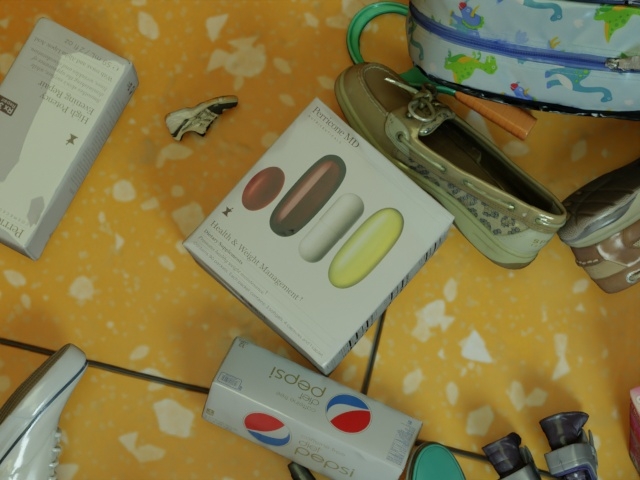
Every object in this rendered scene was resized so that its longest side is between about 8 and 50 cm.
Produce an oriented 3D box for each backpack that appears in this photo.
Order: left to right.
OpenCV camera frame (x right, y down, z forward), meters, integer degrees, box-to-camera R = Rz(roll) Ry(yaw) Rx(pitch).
[{"bbox_3d":[0.264,-0.240,1.611,0.355,0.290,0.273,-4,118,14],"label":"backpack"}]

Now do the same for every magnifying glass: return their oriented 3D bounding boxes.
[{"bbox_3d":[0.132,-0.182,1.722,0.231,0.026,0.092,33,82,4],"label":"magnifying glass"}]

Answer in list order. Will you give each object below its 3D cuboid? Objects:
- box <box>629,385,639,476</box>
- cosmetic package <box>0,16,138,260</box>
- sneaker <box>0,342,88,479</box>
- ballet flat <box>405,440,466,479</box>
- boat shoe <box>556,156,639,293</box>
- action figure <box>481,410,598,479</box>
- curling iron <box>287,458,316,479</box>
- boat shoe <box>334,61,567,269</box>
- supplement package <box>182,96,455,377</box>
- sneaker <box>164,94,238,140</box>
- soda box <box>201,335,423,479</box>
[{"bbox_3d":[0.426,0.272,1.530,0.142,0.154,0.300,-21,56,-3],"label":"box"},{"bbox_3d":[-0.301,-0.108,1.681,0.117,0.085,0.231,27,81,5],"label":"cosmetic package"},{"bbox_3d":[-0.310,0.228,1.636,0.091,0.094,0.258,36,87,-13],"label":"sneaker"},{"bbox_3d":[0.124,0.311,1.587,0.072,0.068,0.213,-10,74,-19],"label":"ballet flat"},{"bbox_3d":[0.405,-0.054,1.665,0.324,0.123,0.116,-29,106,-1],"label":"boat shoe"},{"bbox_3d":[0.267,0.320,1.590,0.185,0.099,0.285,-24,71,16],"label":"action figure"},{"bbox_3d":[0.054,0.338,1.626,0.035,0.068,0.274,-28,76,-32],"label":"curling iron"},{"bbox_3d":[0.138,-0.097,1.656,0.285,0.089,0.104,42,44,4],"label":"boat shoe"},{"bbox_3d":[0.000,0.000,1.631,0.194,0.149,0.203,41,84,6],"label":"supplement package"},{"bbox_3d":[-0.126,-0.133,1.715,0.083,0.032,0.037,-19,95,2],"label":"sneaker"},{"bbox_3d":[-0.010,0.186,1.629,0.216,0.074,0.069,25,49,4],"label":"soda box"}]
